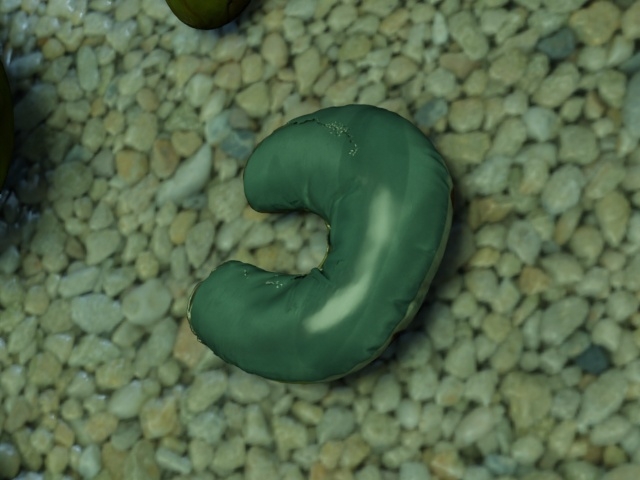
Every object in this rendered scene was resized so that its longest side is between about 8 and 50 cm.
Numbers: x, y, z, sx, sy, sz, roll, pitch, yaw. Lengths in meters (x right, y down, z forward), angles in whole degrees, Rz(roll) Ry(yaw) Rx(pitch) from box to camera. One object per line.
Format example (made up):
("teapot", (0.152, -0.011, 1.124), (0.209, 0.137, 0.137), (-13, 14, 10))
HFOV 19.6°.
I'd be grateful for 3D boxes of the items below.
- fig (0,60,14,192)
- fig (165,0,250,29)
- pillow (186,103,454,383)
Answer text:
("fig", (-0.392, -0.124, 1.615), (0.258, 0.258, 0.326), (-17, 51, 24))
("fig", (-0.102, -0.224, 1.572), (0.084, 0.098, 0.082), (-9, 71, 39))
("pillow", (0.000, 0.000, 1.453), (0.214, 0.086, 0.233), (12, 79, 37))
